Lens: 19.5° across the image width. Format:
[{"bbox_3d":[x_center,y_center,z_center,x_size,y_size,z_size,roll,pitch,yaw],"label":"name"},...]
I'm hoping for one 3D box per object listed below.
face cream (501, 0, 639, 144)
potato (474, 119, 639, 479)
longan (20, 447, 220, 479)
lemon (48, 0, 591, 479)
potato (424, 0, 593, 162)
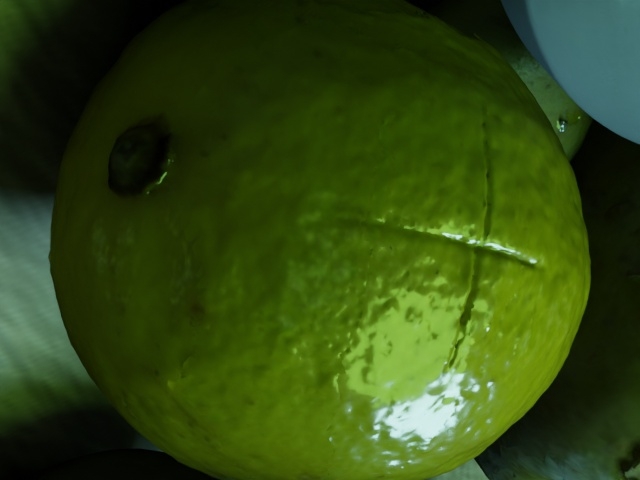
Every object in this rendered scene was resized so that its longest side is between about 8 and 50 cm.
[{"bbox_3d":[0.239,-0.218,1.051,0.312,0.219,0.357,-31,141,-2],"label":"face cream"},{"bbox_3d":[0.242,0.054,1.358,0.319,0.385,0.442,-35,177,-15],"label":"potato"},{"bbox_3d":[-0.147,0.272,1.273,0.300,0.243,0.300,-16,154,-8],"label":"longan"},{"bbox_3d":[0.000,0.000,1.014,0.297,0.297,0.297,-37,155,-20],"label":"lemon"},{"bbox_3d":[0.091,-0.096,1.213,0.194,0.157,0.157,-4,134,-39],"label":"potato"}]
